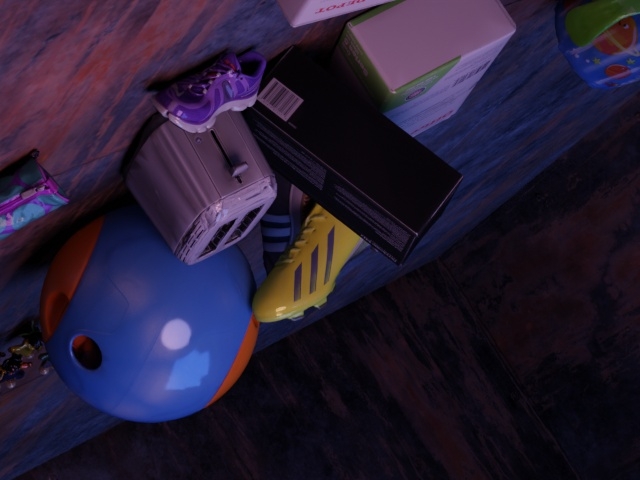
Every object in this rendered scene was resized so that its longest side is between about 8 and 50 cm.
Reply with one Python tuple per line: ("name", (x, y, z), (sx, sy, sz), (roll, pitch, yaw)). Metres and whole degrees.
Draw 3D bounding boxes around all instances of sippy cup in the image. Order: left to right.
("sippy cup", (0.495, -0.350, 2.340), (0.305, 0.240, 0.224), (28, 142, -34))

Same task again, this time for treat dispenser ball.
("treat dispenser ball", (-0.222, 0.094, 1.971), (0.288, 0.288, 0.288), (-32, 171, -6))

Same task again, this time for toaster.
("toaster", (-0.147, -0.069, 1.810), (0.129, 0.146, 0.227), (-27, 169, -30))

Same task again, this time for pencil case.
("pencil case", (-0.347, -0.029, 1.598), (0.151, 0.064, 0.070), (-32, -173, -7))

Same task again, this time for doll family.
("doll family", (-0.463, 0.176, 2.276), (0.193, 0.076, 0.111), (-24, 173, -30))

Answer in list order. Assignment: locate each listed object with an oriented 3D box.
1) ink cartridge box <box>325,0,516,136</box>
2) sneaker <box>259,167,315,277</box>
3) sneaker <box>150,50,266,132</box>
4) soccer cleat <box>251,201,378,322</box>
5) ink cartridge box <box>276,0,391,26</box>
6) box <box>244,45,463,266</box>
("ink cartridge box", (0.113, -0.223, 1.975), (0.198, 0.115, 0.273), (-29, 170, -19))
("sneaker", (-0.062, -0.044, 2.089), (0.099, 0.153, 0.282), (-35, 152, -36))
("sneaker", (-0.122, -0.174, 1.664), (0.170, 0.068, 0.071), (-35, 161, -50))
("soccer cleat", (-0.001, 0.000, 1.966), (0.093, 0.121, 0.289), (7, -142, 45))
("ink cartridge box", (0.053, -0.301, 1.389), (0.158, 0.092, 0.218), (-19, 167, -26))
("box", (0.034, -0.099, 1.857), (0.103, 0.261, 0.184), (-51, 175, -15))
